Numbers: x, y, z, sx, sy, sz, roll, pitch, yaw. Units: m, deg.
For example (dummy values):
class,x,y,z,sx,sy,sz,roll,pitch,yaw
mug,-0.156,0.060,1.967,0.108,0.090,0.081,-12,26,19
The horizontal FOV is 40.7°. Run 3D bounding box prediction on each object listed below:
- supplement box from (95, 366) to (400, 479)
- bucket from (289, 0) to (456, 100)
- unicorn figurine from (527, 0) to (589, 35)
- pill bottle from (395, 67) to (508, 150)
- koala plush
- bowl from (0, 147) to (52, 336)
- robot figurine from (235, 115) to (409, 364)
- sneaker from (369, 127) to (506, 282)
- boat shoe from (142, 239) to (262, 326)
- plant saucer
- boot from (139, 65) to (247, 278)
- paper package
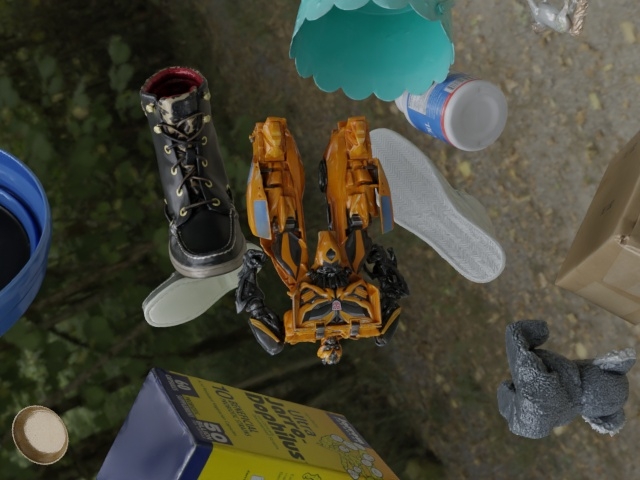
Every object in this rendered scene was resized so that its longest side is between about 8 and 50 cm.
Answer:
class,x,y,z,sx,sy,sz,roll,pitch,yaw
supplement box,-0.098,0.343,1.220,0.195,0.356,0.194,-62,35,9
bucket,0.093,-0.377,1.435,0.281,0.281,0.183,118,160,-66
unicorn figurine,0.374,-0.375,1.401,0.162,0.060,0.111,-114,6,-51
pill bottle,0.222,-0.242,1.528,0.221,0.124,0.124,42,151,60
koala plush,0.449,0.265,1.539,0.203,0.221,0.196,-90,3,-71
bowl,-0.505,0.016,0.982,0.391,0.391,0.077,49,148,39
robot figurine,0.000,0.000,1.023,0.085,0.211,0.291,133,132,-72
sneaker,0.174,-0.063,1.379,0.292,0.108,0.169,48,-166,-4
boat shoe,-0.273,0.089,1.947,0.091,0.305,0.109,35,148,45
plant saucer,-0.374,0.260,1.160,0.083,0.083,0.015,66,-164,-4
boot,-0.226,-0.126,1.516,0.377,0.138,0.284,-107,7,-61
paper package,0.563,-0.046,1.439,0.168,0.309,0.325,27,164,7
